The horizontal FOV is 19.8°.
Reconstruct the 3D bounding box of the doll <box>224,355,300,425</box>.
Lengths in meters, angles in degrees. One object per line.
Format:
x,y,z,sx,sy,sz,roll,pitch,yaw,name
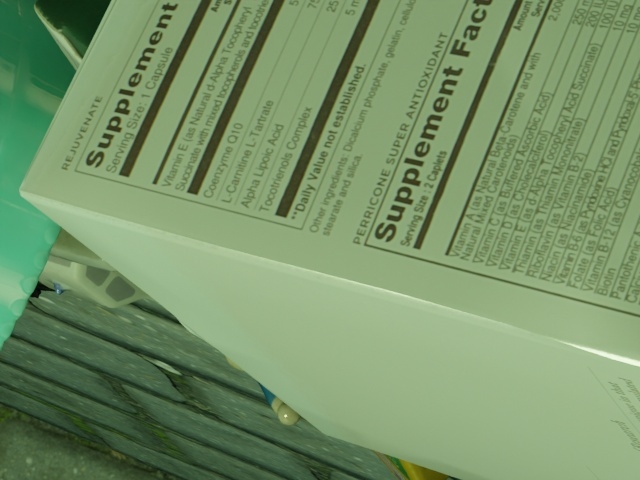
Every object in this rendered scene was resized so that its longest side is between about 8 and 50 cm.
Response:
-0.026,0.058,1.216,0.046,0.129,0.189,-7,170,-24,doll

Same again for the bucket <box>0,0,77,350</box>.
-0.250,-0.044,0.904,0.183,0.281,0.281,23,168,-30,bucket

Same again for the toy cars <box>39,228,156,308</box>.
-0.153,-0.008,1.216,0.176,0.087,0.394,27,165,-6,toy cars

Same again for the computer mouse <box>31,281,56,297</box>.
-0.263,0.023,1.618,0.071,0.041,0.242,10,173,-11,computer mouse

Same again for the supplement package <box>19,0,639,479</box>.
0.104,-0.030,0.514,0.263,0.198,0.199,15,163,33,supplement package

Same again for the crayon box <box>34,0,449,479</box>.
0.000,0.000,0.867,0.203,0.083,0.323,47,173,22,crayon box
